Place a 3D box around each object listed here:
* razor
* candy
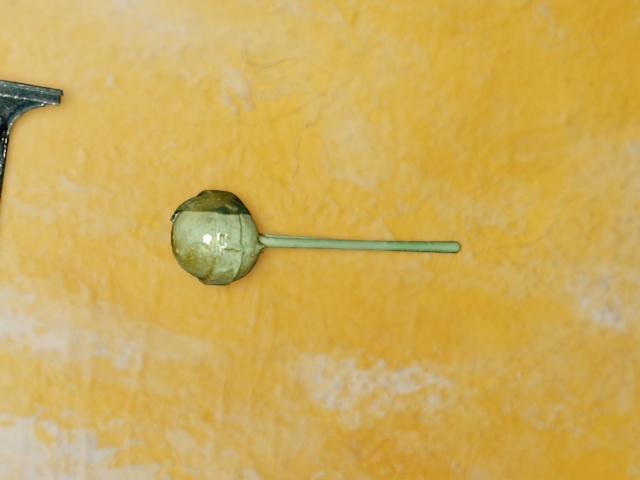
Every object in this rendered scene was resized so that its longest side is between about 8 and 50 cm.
[{"bbox_3d":[-0.206,-0.007,1.020,0.066,0.033,0.190,7,100,-15],"label":"razor"},{"bbox_3d":[0.000,0.000,1.067,0.202,0.061,0.061,1,96,-22],"label":"candy"}]
